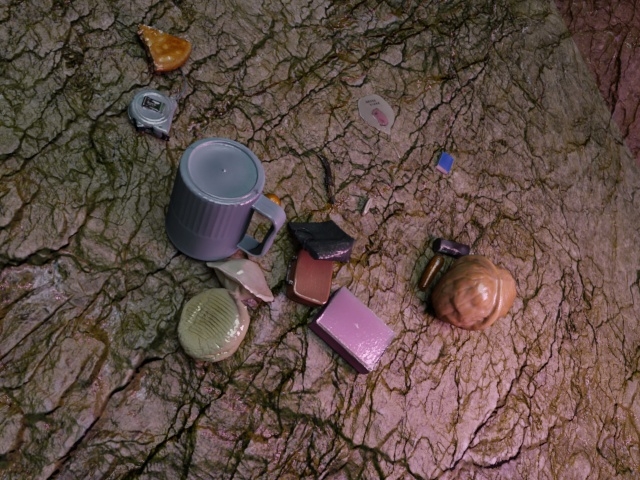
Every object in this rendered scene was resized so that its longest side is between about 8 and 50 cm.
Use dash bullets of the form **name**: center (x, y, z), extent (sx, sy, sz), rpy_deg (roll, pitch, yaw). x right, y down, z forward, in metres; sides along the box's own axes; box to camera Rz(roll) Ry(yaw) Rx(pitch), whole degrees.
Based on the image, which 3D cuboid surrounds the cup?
- **cup**: center (-0.300, -0.095, 1.517), extent (0.257, 0.311, 0.331), rpy_deg (-23, 71, -32)

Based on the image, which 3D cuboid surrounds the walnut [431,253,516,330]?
- **walnut**: center (0.571, 0.194, 1.892), extent (0.297, 0.285, 0.285), rpy_deg (6, 68, -30)

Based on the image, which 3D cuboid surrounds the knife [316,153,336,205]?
- **knife**: center (0.032, -0.231, 1.929), extent (0.046, 0.021, 0.222), rpy_deg (-6, 70, -28)

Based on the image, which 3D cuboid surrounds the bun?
- **bun**: center (-0.304, 0.256, 1.497), extent (0.221, 0.134, 0.220), rpy_deg (-7, 59, 12)

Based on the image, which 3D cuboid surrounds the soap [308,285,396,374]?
- **soap**: center (0.108, 0.303, 1.729), extent (0.259, 0.081, 0.181), rpy_deg (41, 58, -5)

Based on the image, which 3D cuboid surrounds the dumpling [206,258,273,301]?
- **dumpling**: center (-0.245, 0.125, 1.581), extent (0.126, 0.166, 0.215), rpy_deg (-34, 92, 1)

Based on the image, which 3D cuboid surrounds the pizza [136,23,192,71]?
- **pizza**: center (-0.560, -0.683, 1.795), extent (0.193, 0.053, 0.201), rpy_deg (47, 54, -3)

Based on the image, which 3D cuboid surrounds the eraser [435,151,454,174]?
- **eraser**: center (0.540, -0.336, 2.212), extent (0.063, 0.027, 0.084), rpy_deg (33, 60, -10)

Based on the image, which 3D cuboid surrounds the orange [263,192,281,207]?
- **orange**: center (-0.176, -0.123, 1.759), extent (0.083, 0.070, 0.083), rpy_deg (7, 77, -33)

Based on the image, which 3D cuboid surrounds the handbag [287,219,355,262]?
- **handbag**: center (0.000, 0.000, 1.726), extent (0.175, 0.270, 0.088), rpy_deg (1, 114, -27)

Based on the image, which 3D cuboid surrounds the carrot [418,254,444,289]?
- **carrot**: center (0.428, 0.123, 1.972), extent (0.055, 0.055, 0.161), rpy_deg (40, 66, -7)

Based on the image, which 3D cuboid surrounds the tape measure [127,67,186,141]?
- **tape measure**: center (-0.542, -0.502, 1.718), extent (0.164, 0.084, 0.330), rpy_deg (16, 66, -25)

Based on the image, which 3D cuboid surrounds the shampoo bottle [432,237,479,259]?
- **shampoo bottle**: center (0.555, 0.044, 2.058), extent (0.208, 0.057, 0.063), rpy_deg (16, 65, -19)

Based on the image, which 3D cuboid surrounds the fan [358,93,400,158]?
- **fan**: center (0.269, -0.482, 2.146), extent (0.182, 0.010, 0.310), rpy_deg (-22, 81, -31)

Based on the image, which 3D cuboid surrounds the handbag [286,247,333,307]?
- **handbag**: center (-0.039, 0.123, 1.733), extent (0.151, 0.072, 0.193), rpy_deg (16, 67, -20)

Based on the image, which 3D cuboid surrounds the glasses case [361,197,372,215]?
- **glasses case**: center (0.178, -0.130, 1.955), extent (0.021, 0.032, 0.083), rpy_deg (31, 61, -9)
